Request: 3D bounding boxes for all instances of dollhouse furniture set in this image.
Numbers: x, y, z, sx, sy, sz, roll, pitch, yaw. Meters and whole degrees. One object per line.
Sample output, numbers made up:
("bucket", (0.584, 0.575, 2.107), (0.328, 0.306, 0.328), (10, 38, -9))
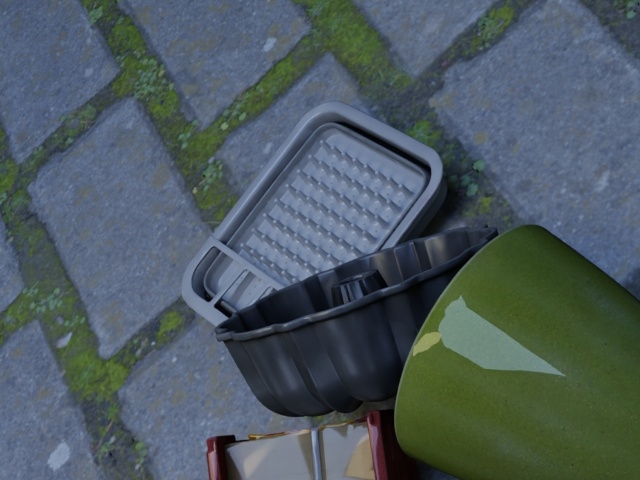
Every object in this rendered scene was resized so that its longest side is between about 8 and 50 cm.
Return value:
("dollhouse furniture set", (0.008, 0.377, 1.768), (0.201, 0.152, 0.374), (-9, 78, 15))

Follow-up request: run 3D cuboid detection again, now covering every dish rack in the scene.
("dish rack", (0.000, 0.000, 2.084), (0.333, 0.072, 0.285), (-53, 42, -4))

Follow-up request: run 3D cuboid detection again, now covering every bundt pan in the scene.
("bundt pan", (0.056, 0.097, 1.803), (0.331, 0.124, 0.331), (-19, 6, 2))

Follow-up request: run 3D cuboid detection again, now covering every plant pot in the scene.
("plant pot", (0.272, 0.170, 1.633), (0.294, 0.275, 0.274), (30, 82, 30))
